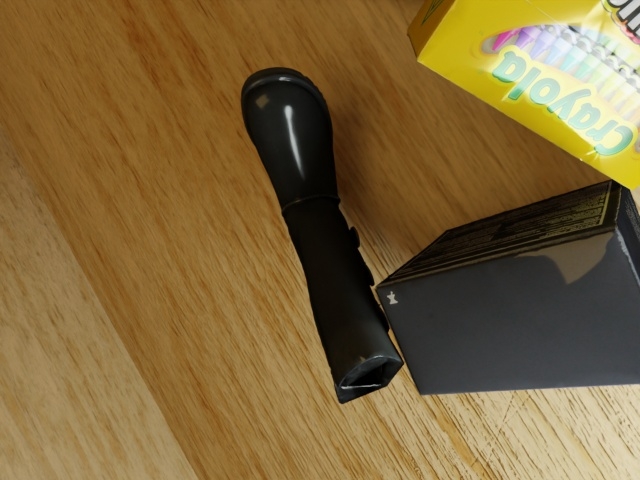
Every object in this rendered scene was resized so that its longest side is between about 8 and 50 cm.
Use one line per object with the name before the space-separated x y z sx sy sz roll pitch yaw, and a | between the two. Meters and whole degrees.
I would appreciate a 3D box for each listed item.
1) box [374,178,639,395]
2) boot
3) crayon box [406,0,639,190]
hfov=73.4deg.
box | 0.289 0.063 0.613 0.296 0.294 0.183 -21 93 40
boot | 0.001 0.001 0.691 0.146 0.367 0.445 -16 58 6
crayon box | 0.333 -0.261 0.460 0.363 0.106 0.313 22 127 -18
